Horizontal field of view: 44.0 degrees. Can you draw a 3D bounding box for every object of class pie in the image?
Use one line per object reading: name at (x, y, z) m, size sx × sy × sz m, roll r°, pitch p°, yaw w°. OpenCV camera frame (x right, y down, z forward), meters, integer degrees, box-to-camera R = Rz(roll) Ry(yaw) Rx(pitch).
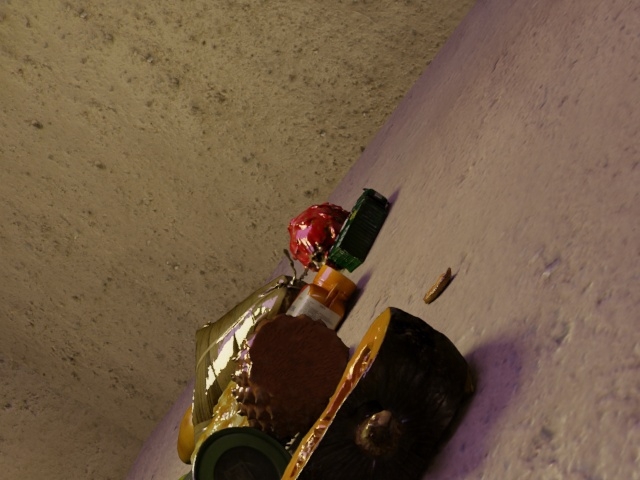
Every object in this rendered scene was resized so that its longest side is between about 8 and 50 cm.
pie at (-0.182, 0.399, 1.852) m, size 0.337 × 0.075 × 0.338 m, roll -43°, pitch 21°, yaw 21°

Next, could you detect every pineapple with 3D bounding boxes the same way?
pineapple at (-0.070, 0.304, 1.533) m, size 0.357 × 0.222 × 0.223 m, roll 105°, pitch -169°, yaw -52°

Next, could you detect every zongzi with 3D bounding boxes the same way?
zongzi at (-0.141, 0.339, 2.068) m, size 0.500 × 0.218 × 0.467 m, roll -38°, pitch 40°, yaw 32°

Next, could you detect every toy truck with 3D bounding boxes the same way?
toy truck at (0.108, -0.034, 2.204) m, size 0.259 × 0.088 × 0.121 m, roll -62°, pitch 9°, yaw -33°

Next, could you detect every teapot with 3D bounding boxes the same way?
teapot at (-0.180, 0.493, 1.448) m, size 0.270 × 0.200 × 0.337 m, roll -21°, pitch -23°, yaw -47°

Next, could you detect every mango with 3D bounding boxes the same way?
mango at (-0.344, 0.554, 2.326) m, size 0.175 × 0.139 × 0.254 m, roll -53°, pitch -2°, yaw -39°

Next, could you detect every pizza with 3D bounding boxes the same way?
pizza at (0.205, 0.080, 1.377) m, size 0.083 × 0.016 × 0.037 m, roll -56°, pitch 8°, yaw 26°

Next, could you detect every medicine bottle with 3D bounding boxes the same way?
medicine bottle at (-0.012, 0.177, 1.941) m, size 0.222 × 0.112 × 0.149 m, roll -57°, pitch 8°, yaw -7°

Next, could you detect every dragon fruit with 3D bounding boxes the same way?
dragon fruit at (0.000, 0.000, 2.344) m, size 0.268 × 0.210 × 0.205 m, roll -80°, pitch 9°, yaw -60°

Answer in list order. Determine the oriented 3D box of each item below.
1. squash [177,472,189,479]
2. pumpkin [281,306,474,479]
squash at (-0.330, 0.641, 2.021) m, size 0.169 × 0.093 × 0.252 m, roll -59°, pitch 9°, yaw -15°
pumpkin at (0.068, 0.249, 1.041) m, size 0.317 × 0.139 × 0.222 m, roll -55°, pitch 5°, yaw -5°
